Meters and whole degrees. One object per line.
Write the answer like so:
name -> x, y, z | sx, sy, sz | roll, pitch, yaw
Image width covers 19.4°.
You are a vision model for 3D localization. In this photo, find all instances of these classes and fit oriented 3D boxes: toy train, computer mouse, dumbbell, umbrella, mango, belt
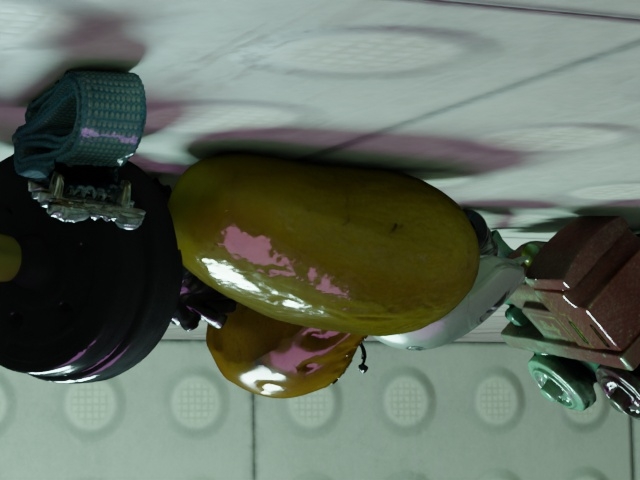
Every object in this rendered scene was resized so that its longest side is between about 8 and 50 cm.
toy train -> 0.287, 0.077, 2.016 | 0.221, 0.150, 0.304 | 49, 163, -17
computer mouse -> 0.136, 0.069, 1.901 | 0.181, 0.056, 0.089 | -27, 164, 7
dumbbell -> -0.249, 0.009, 1.340 | 0.185, 0.185, 0.388 | -5, 173, 30
umbrella -> -0.131, 0.011, 1.686 | 0.154, 0.128, 0.336 | 1, 171, -1
mango -> -0.012, 0.068, 1.869 | 0.248, 0.156, 0.151 | -36, -166, 31
mango -> -0.003, 0.002, 1.582 | 0.331, 0.142, 0.195 | 14, 162, -38
belt -> -0.157, -0.053, 1.202 | 0.065, 0.100, 0.179 | 5, 175, -20

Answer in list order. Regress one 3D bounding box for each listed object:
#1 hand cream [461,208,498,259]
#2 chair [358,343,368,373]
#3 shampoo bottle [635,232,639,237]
hand cream -> 0.149, 0.022, 1.965 | 0.052, 0.075, 0.248 | 37, 170, 13
chair -> 0.007, 0.027, 2.023 | 0.213, 0.149, 0.174 | 41, -171, 16
shampoo bottle -> 0.456, 0.019, 2.020 | 0.350, 0.084, 0.125 | -6, 175, 43
